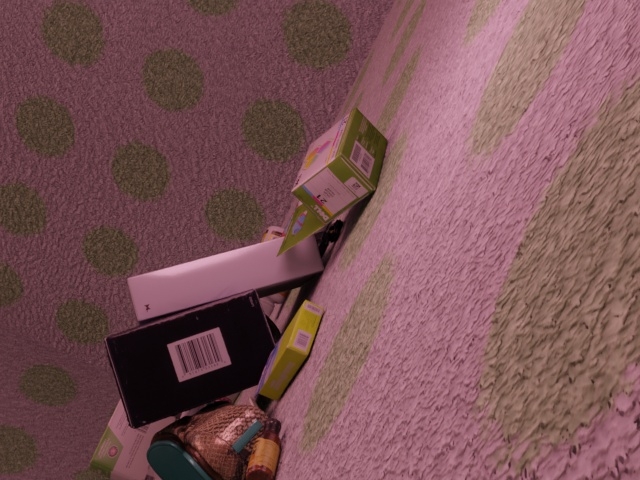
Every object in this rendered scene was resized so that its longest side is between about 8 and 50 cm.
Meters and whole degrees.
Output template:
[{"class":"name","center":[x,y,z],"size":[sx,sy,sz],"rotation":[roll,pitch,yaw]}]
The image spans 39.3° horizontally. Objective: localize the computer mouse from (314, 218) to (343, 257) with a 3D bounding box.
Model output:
[{"class":"computer mouse","center":[0.000,0.000,1.881],"size":[0.071,0.041,0.242],"rotation":[-66,6,-21]}]

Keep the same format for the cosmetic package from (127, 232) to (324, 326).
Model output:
[{"class":"cosmetic package","center":[-0.204,0.088,1.863],"size":[0.284,0.377,0.098],"rotation":[147,108,-76]}]

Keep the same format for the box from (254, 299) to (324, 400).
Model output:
[{"class":"box","center":[-0.055,0.195,1.535],"size":[0.178,0.042,0.109],"rotation":[-59,7,46]}]

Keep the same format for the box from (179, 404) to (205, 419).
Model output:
[{"class":"box","center":[-0.294,0.472,2.147],"size":[0.145,0.038,0.186],"rotation":[-67,-25,-16]}]

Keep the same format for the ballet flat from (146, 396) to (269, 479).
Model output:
[{"class":"ballet flat","center":[-0.181,0.360,1.593],"size":[0.182,0.164,0.483],"rotation":[-44,3,-24]}]

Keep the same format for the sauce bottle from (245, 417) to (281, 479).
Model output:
[{"class":"sauce bottle","center":[-0.078,0.305,1.291],"size":[0.042,0.042,0.128],"rotation":[-62,5,23]}]

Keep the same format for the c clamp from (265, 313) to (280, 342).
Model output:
[{"class":"c clamp","center":[-0.147,0.183,2.015],"size":[0.022,0.137,0.160],"rotation":[-38,0,-26]}]

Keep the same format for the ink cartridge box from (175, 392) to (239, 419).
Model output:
[{"class":"ink cartridge box","center":[-0.316,0.360,2.378],"size":[0.353,0.207,0.119],"rotation":[123,169,-47]}]

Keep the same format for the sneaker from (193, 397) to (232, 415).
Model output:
[{"class":"sneaker","center":[-0.230,0.388,1.968],"size":[0.319,0.112,0.131],"rotation":[126,165,-58]}]

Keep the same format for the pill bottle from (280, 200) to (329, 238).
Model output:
[{"class":"pill bottle","center":[-0.024,-0.047,2.057],"size":[0.087,0.087,0.160],"rotation":[-75,12,-61]}]

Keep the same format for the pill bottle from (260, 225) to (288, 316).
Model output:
[{"class":"pill bottle","center":[-0.122,0.079,2.264],"size":[0.215,0.117,0.117],"rotation":[-66,6,-11]}]

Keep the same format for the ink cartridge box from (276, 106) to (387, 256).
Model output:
[{"class":"ink cartridge box","center":[-0.006,-0.107,1.692],"size":[0.255,0.097,0.189],"rotation":[-35,21,30]}]

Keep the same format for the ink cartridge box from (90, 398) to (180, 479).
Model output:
[{"class":"ink cartridge box","center":[-0.448,0.565,2.393],"size":[0.115,0.272,0.198],"rotation":[120,173,-60]}]

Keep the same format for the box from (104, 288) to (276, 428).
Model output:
[{"class":"box","center":[-0.256,0.238,1.755],"size":[0.294,0.296,0.183],"rotation":[133,119,-72]}]
